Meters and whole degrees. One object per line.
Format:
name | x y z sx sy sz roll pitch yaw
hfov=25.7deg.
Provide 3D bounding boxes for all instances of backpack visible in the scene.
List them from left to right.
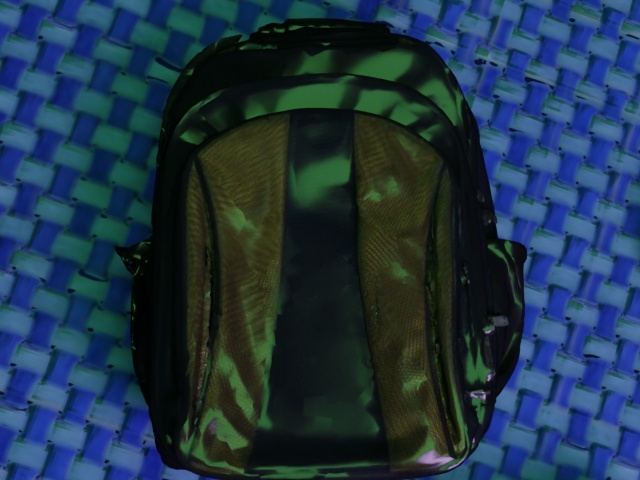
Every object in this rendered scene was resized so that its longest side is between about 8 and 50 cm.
backpack | 0.000 0.000 0.712 0.206 0.133 0.258 0 74 -3
